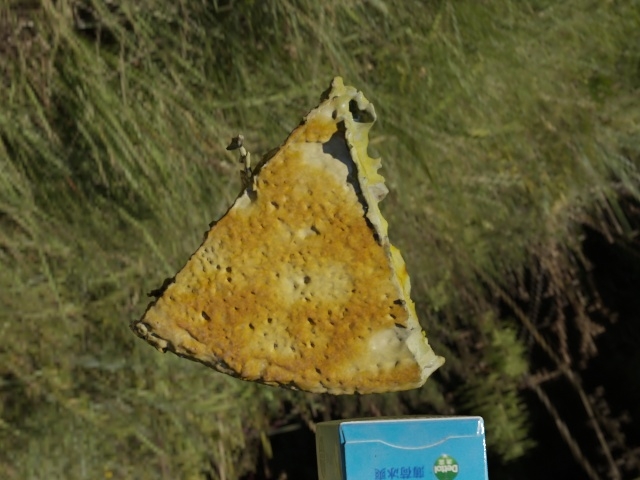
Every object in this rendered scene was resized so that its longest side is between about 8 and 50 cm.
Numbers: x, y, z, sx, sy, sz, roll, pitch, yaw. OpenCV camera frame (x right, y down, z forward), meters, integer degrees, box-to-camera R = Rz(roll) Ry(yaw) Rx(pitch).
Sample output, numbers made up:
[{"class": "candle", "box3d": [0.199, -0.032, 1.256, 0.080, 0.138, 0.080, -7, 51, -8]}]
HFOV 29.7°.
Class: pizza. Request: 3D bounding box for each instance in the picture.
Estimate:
[{"class": "pizza", "box3d": [0.000, 0.000, 1.037, 0.279, 0.075, 0.288, 17, 110, -2]}]

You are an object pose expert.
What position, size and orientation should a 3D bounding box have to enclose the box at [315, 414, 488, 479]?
[{"class": "box", "box3d": [0.075, 0.212, 1.204, 0.139, 0.073, 0.194, -3, 172, -7]}]
